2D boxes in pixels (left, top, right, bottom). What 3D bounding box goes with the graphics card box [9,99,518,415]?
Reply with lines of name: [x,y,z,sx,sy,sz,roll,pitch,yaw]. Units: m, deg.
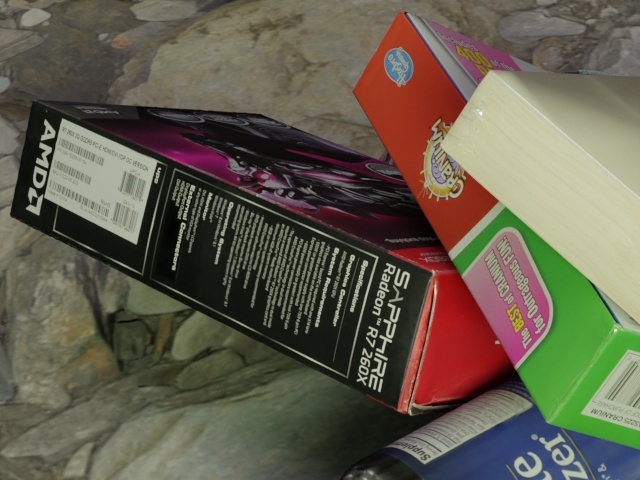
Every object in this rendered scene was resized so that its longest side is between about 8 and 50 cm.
graphics card box: [0.000,0.000,1.139,0.371,0.094,0.232,23,16,40]

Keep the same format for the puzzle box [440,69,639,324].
puzzle box: [0.277,0.055,0.875,0.409,0.052,0.272,44,26,25]

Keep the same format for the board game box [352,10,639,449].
board game box: [0.175,0.005,0.994,0.242,0.064,0.316,19,27,-30]

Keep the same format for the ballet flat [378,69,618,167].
ballet flat: [0.139,-0.083,1.342,0.221,0.077,0.079,-20,16,-16]

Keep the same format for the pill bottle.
pill bottle: [0.084,0.155,0.942,0.219,0.123,0.123,-26,37,-24]
